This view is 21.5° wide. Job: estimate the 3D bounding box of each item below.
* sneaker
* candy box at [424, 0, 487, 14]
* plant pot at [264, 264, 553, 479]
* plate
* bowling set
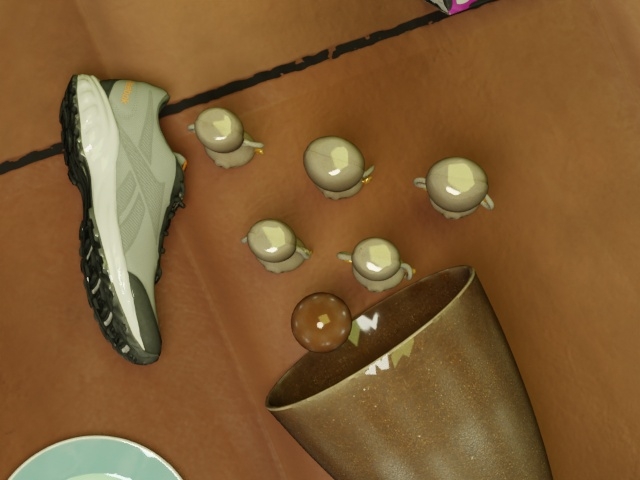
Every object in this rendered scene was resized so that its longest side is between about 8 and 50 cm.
[{"bbox_3d":[-0.164,-0.023,1.507,0.108,0.100,0.271,-4,75,-19],"label":"sneaker"},{"bbox_3d":[0.159,-0.354,1.615,0.159,0.071,0.233,-22,120,-17],"label":"candy box"},{"bbox_3d":[0.103,0.176,1.468,0.215,0.215,0.230,-36,98,-19],"label":"plant pot"},{"bbox_3d":[-0.195,0.263,1.457,0.188,0.024,0.188,4,74,-13],"label":"plate"},{"bbox_3d":[0.000,0.000,1.524,0.287,0.154,0.200,15,85,4],"label":"bowling set"}]
